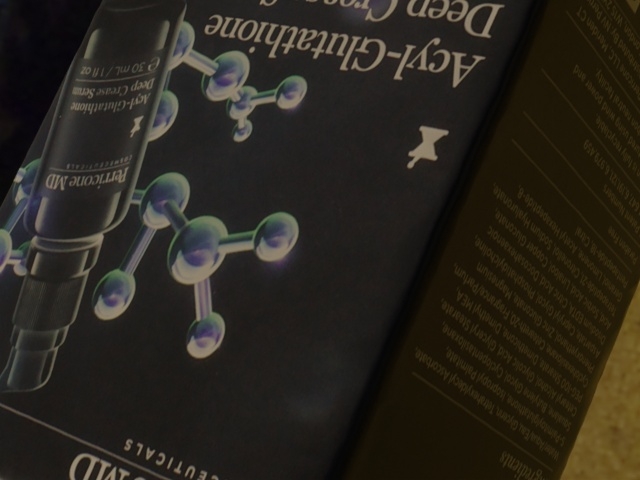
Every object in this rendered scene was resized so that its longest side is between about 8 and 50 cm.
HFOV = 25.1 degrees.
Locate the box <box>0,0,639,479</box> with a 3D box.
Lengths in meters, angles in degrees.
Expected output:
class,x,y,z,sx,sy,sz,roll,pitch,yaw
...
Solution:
class,x,y,z,sx,sy,sz,roll,pitch,yaw
box,0.000,0.000,0.811,0.294,0.212,0.395,15,76,38
